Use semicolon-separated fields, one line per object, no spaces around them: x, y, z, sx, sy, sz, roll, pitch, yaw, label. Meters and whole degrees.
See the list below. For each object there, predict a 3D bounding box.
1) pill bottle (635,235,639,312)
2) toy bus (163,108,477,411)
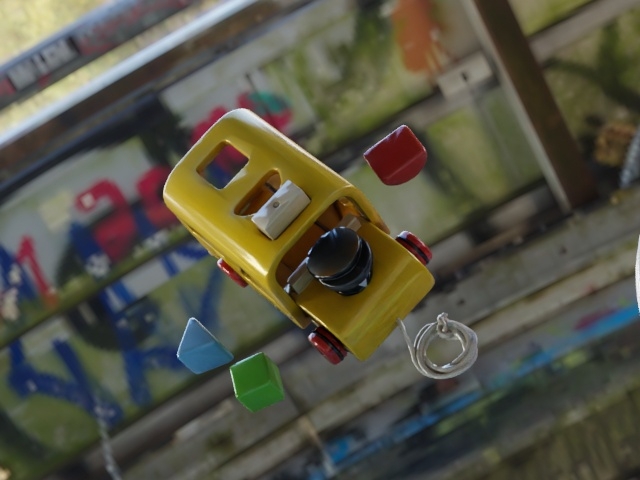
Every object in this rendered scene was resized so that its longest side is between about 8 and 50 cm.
0.328;-0.003;0.891;0.229;0.229;0.407;-13;0;32;pill bottle
-0.011;-0.002;1.049;0.202;0.104;0.191;-12;58;19;toy bus
